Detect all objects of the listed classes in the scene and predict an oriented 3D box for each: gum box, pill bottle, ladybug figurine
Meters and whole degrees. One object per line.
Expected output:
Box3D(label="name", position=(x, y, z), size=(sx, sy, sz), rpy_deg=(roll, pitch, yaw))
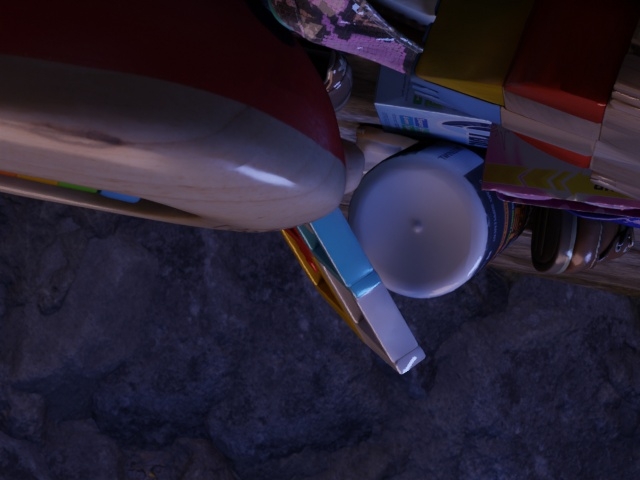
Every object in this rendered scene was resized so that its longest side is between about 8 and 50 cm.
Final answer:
Box3D(label="gum box", position=(0.141, -0.105, 1.294), size=(0.184, 0.041, 0.157), rpy_deg=(9, 176, 5))
Box3D(label="pill bottle", position=(0.124, -0.037, 1.446), size=(0.130, 0.130, 0.246), rpy_deg=(9, -164, 19))
Box3D(label="ladybug figurine", position=(-0.182, -0.114, 1.094), size=(0.449, 0.161, 0.305), rpy_deg=(12, 175, -15))
Box3D(label="gum box", position=(0.206, -0.074, 1.083), size=(0.188, 0.107, 0.062), rpy_deg=(8, 176, 27))

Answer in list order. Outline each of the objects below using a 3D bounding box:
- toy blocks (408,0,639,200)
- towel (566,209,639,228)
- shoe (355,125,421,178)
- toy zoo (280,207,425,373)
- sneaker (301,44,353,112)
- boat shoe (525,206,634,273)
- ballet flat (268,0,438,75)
Box3D(label="toy blocks", position=(0.162, -0.087, 0.743), size=(0.261, 0.190, 0.381), rpy_deg=(21, 177, 10))
Box3D(label="towel", position=(0.344, -0.039, 1.321), size=(0.228, 0.076, 0.308), rpy_deg=(15, -173, 22))
Box3D(label="shoe", position=(0.132, -0.073, 1.668), size=(0.219, 0.058, 0.076), rpy_deg=(12, 176, -22))
Box3D(label="toy zoo", position=(0.000, 0.000, 1.367), size=(0.293, 0.030, 0.192), rpy_deg=(60, 171, -31))
Box3D(label="sneaker", position=(-0.067, -0.144, 1.235), size=(0.188, 0.066, 0.071), rpy_deg=(5, 160, 0))
Box3D(label="boat shoe", position=(0.259, -0.032, 1.517), size=(0.105, 0.110, 0.307), rpy_deg=(10, -167, 1))
Box3D(label="ballet flat", position=(0.070, -0.132, 0.920), size=(0.222, 0.076, 0.079), rpy_deg=(14, 155, -40))
